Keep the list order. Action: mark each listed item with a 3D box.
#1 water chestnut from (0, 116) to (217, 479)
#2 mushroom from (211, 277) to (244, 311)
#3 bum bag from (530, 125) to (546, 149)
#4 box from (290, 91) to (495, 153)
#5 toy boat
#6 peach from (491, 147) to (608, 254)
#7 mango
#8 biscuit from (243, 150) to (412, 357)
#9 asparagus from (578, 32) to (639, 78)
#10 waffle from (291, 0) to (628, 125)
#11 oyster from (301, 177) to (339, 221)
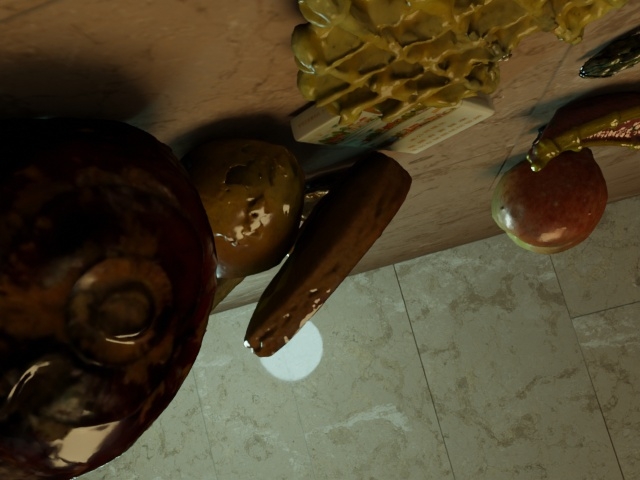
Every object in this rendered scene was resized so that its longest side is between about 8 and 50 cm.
[{"bbox_3d":[-0.211,0.039,0.435,0.289,0.289,0.244,-16,176,7],"label":"water chestnut"},{"bbox_3d":[-0.206,0.066,0.890,0.218,0.211,0.292,-1,160,-28],"label":"mushroom"},{"bbox_3d":[0.387,-0.168,0.898,0.125,0.034,0.058,-12,157,-21],"label":"bum bag"},{"bbox_3d":[0.086,-0.133,0.599,0.122,0.032,0.220,-23,168,40],"label":"box"},{"bbox_3d":[0.423,-0.160,0.818,0.318,0.099,0.141,-8,166,-24],"label":"toy boat"},{"bbox_3d":[0.456,-0.088,1.108,0.233,0.232,0.232,-15,172,-2],"label":"peach"},{"bbox_3d":[-0.090,-0.036,0.627,0.156,0.151,0.248,-46,180,-28],"label":"mango"},{"bbox_3d":[-0.001,-0.001,0.679,0.262,0.052,0.277,-49,-171,10],"label":"biscuit"},{"bbox_3d":[0.341,-0.205,0.565,0.030,0.036,0.165,2,163,-39],"label":"asparagus"},{"bbox_3d":[0.107,-0.161,0.369,0.261,0.056,0.250,-11,167,-9],"label":"waffle"},{"bbox_3d":[0.028,-0.068,0.858,0.177,0.056,0.105,-16,160,4],"label":"oyster"}]
